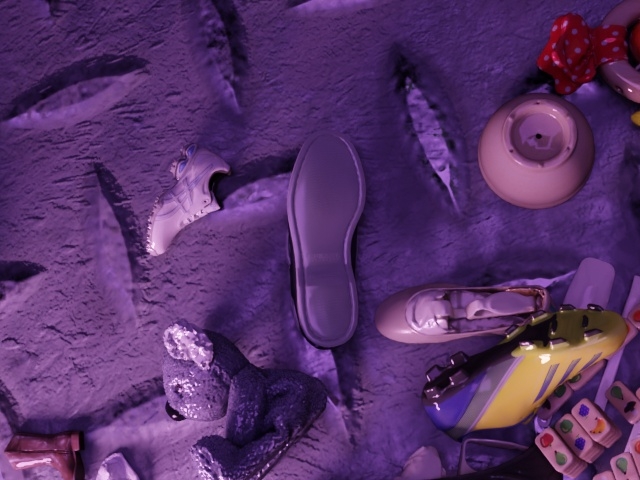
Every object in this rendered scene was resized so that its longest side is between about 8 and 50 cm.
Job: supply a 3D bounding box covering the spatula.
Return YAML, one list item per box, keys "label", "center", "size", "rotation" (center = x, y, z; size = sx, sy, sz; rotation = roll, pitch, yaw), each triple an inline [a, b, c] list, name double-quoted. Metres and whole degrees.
- label: "spatula"
  center: [0.391, 0.159, 1.292]
  size: [0.168, 0.019, 0.242]
  rotation: [20, 89, 11]

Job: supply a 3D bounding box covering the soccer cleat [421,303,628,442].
- label: "soccer cleat"
  center: [0.269, 0.175, 1.246]
  size: [0.289, 0.093, 0.121]
  rotation: [-28, 108, 23]

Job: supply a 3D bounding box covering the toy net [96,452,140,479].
- label: "toy net"
  center: [-0.268, 0.415, 1.346]
  size: [0.122, 0.045, 0.232]
  rotation: [-9, 80, 8]

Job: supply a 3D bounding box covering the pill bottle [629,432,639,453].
- label: "pill bottle"
  center: [0.485, 0.202, 1.214]
  size: [0.119, 0.119, 0.209]
  rotation: [29, 86, 13]

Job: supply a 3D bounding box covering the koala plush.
- label: "koala plush"
  center: [-0.126, 0.203, 1.293]
  size: [0.203, 0.196, 0.221]
  rotation: [-43, 76, -11]

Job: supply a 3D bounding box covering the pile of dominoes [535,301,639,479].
- label: "pile of dominoes"
  center: [0.383, 0.196, 1.194]
  size: [0.251, 0.040, 0.196]
  rotation: [-47, 41, 12]

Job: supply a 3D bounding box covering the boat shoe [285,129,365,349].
- label: "boat shoe"
  center: [0.000, 0.000, 1.342]
  size: [0.114, 0.091, 0.303]
  rotation: [7, 80, -9]

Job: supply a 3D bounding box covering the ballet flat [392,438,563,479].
- label: "ballet flat"
  center: [0.176, 0.313, 1.254]
  size: [0.280, 0.095, 0.096]
  rotation: [-7, 68, -11]

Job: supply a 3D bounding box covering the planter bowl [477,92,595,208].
- label: "planter bowl"
  center: [0.295, -0.131, 1.305]
  size: [0.162, 0.109, 0.162]
  rotation: [-1, 82, 9]

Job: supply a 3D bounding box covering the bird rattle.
- label: "bird rattle"
  center: [0.438, -0.249, 1.317]
  size: [0.253, 0.143, 0.207]
  rotation: [39, 77, 26]

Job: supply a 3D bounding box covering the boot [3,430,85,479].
- label: "boot"
  center: [-0.400, 0.327, 1.386]
  size: [0.114, 0.037, 0.107]
  rotation: [-5, 67, 6]

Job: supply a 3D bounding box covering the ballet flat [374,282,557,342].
- label: "ballet flat"
  center: [0.193, 0.093, 1.300]
  size: [0.248, 0.086, 0.086]
  rotation: [-4, 80, 9]

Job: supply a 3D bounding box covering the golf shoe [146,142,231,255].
- label: "golf shoe"
  center: [-0.192, -0.051, 1.398]
  size: [0.086, 0.069, 0.176]
  rotation: [24, 87, 6]
